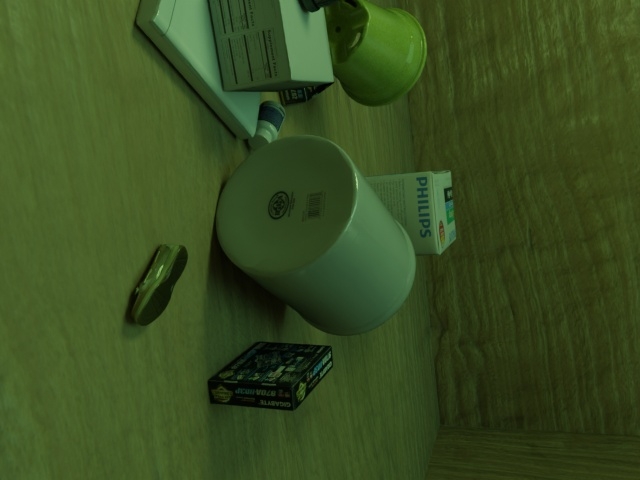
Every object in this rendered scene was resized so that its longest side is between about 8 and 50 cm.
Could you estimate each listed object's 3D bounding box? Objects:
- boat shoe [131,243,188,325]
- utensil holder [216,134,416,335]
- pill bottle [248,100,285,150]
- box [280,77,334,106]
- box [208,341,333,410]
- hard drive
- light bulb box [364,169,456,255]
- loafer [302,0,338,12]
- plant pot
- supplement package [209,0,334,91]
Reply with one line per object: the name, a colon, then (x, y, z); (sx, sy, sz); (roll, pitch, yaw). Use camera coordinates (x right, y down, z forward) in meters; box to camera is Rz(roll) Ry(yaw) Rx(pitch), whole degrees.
boat shoe: (-0.266, 0.068, 0.921); (0.056, 0.048, 0.153); (79, 25, -52)
utensil holder: (0.000, 0.000, 1.244); (0.385, 0.328, 0.327); (44, 46, -56)
pill bottle: (-0.124, -0.257, 1.301); (0.067, 0.067, 0.120); (66, 28, -42)
box: (-0.060, -0.542, 1.508); (0.257, 0.079, 0.322); (-54, 136, -57)
box: (-0.091, 0.264, 1.147); (0.220, 0.175, 0.051); (-28, 115, -68)
hard drive: (-0.212, -0.391, 1.123); (0.353, 0.047, 0.233); (48, 42, -59)
light bulb box: (0.187, -0.079, 1.676); (0.358, 0.361, 0.225); (-20, 105, -69)
loafer: (-0.026, -0.571, 1.072); (0.096, 0.084, 0.267); (-70, 145, -50)
plant pot: (0.102, -0.517, 1.511); (0.254, 0.276, 0.276); (4, 83, -57)
supplement package: (-0.091, -0.416, 1.177); (0.262, 0.145, 0.204); (-35, 118, -66)
